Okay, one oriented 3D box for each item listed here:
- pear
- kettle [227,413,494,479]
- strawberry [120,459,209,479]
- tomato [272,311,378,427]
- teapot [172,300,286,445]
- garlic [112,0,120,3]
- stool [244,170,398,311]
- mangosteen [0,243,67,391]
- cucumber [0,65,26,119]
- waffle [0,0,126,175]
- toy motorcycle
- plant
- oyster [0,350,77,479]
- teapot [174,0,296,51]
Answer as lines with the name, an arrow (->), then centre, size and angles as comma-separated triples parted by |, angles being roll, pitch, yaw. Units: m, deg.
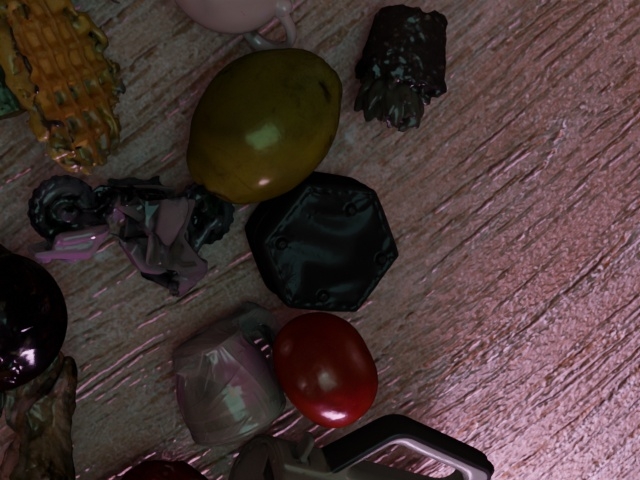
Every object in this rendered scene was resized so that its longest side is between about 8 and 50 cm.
pear -> -0.084, -0.175, 1.612 | 0.212, 0.212, 0.269 | 43, 83, -21
kettle -> 0.067, 0.437, 1.774 | 0.377, 0.250, 0.361 | 16, 111, -23
strawberry -> -0.292, 0.520, 1.706 | 0.318, 0.295, 0.345 | 22, 61, -4
tomato -> 0.011, 0.199, 1.671 | 0.136, 0.195, 0.195 | -30, 110, 6
teapot -> -0.130, 0.210, 1.713 | 0.222, 0.163, 0.178 | -25, 104, -12
garlic -> -0.368, -0.394, 1.551 | 0.152, 0.066, 0.084 | -1, 130, -13
stool -> 0.000, 0.000, 1.712 | 0.232, 0.141, 0.232 | -4, 103, -16
mangosteen -> -0.492, 0.079, 1.563 | 0.231, 0.231, 0.289 | -8, 67, -15
cucumber -> -0.479, -0.281, 1.506 | 0.134, 0.134, 0.244 | -22, 104, -11
waffle -> -0.361, -0.233, 1.494 | 0.060, 0.262, 0.280 | -15, 150, 21
toy motorcycle -> -0.282, -0.002, 1.618 | 0.327, 0.143, 0.188 | 0, 106, -34
plant -> 0.128, -0.271, 1.697 | 0.129, 0.132, 0.194 | 12, 94, -16
oyster -> -0.445, 0.334, 1.646 | 0.133, 0.198, 0.336 | 10, 80, -25
teapot -> -0.139, -0.393, 1.581 | 0.298, 0.139, 0.204 | 48, 54, -18
